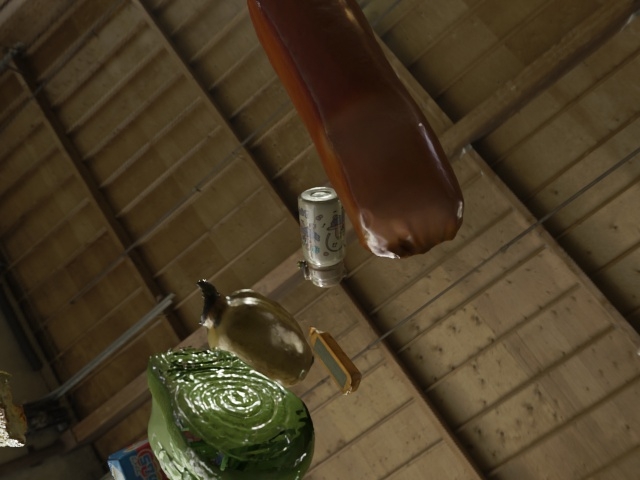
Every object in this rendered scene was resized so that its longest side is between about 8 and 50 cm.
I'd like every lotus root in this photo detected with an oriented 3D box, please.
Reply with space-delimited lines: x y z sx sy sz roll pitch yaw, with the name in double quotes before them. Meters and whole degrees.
"lotus root" -0.100 0.138 0.746 0.118 0.221 0.125 -57 -151 -8

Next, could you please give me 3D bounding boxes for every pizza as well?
"pizza" -0.507 0.256 0.773 0.182 0.062 0.161 -31 -72 23

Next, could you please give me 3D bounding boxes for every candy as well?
"candy" -0.316 0.510 1.198 0.100 0.306 0.157 -29 -100 51

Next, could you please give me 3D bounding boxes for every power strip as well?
"power strip" 0.022 0.225 0.993 0.178 0.028 0.049 46 -50 45

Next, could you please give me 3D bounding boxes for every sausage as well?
"sausage" 0.022 -0.118 0.423 0.089 0.083 0.300 -19 -109 -15

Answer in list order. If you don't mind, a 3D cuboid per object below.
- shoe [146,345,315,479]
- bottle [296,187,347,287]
"shoe" -0.097 0.189 0.532 0.262 0.140 0.128 21 -60 53
"bottle" 0.000 0.000 1.095 0.110 0.097 0.209 -5 -66 -3
